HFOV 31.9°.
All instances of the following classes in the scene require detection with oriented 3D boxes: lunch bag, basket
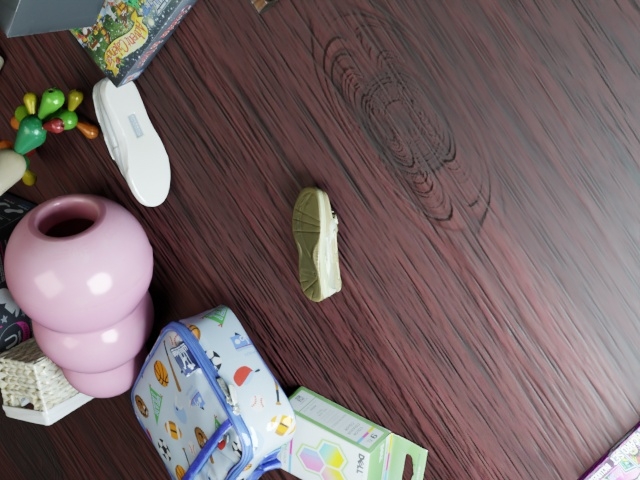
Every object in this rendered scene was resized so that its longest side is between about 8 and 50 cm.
[{"bbox_3d":[-0.154,0.247,1.588,0.243,0.115,0.303,59,146,18],"label":"lunch bag"},{"bbox_3d":[-0.418,0.205,1.779,0.113,0.167,0.103,4,113,37],"label":"basket"}]

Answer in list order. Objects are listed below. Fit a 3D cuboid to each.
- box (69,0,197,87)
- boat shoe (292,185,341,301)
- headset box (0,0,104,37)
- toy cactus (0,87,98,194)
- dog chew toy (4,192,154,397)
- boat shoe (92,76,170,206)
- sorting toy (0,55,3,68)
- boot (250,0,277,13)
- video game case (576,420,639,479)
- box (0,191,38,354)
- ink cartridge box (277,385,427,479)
[{"bbox_3d":[-0.242,-0.321,1.401,0.159,0.044,0.233,51,135,2],"label":"box"},{"bbox_3d":[0.001,0.001,1.411,0.056,0.048,0.153,16,119,46],"label":"boat shoe"},{"bbox_3d":[-0.341,-0.415,1.314,0.283,0.131,0.246,52,133,20],"label":"headset box"},{"bbox_3d":[-0.411,-0.125,1.572,0.112,0.180,0.219,42,143,-18],"label":"toy cactus"},{"bbox_3d":[-0.335,0.096,1.631,0.207,0.206,0.332,21,135,28],"label":"dog chew toy"},{"bbox_3d":[-0.263,-0.133,1.522,0.063,0.066,0.184,1,119,54],"label":"boat shoe"},{"bbox_3d":[-0.633,-0.306,1.688,0.307,0.041,0.229,42,135,-4],"label":"sorting toy"},{"bbox_3d":[-0.075,-0.331,1.272,0.106,0.037,0.114,-38,85,43],"label":"boot"},{"bbox_3d":[0.420,0.291,1.249,0.210,0.042,0.232,40,134,10],"label":"video game case"},{"bbox_3d":[-0.541,0.054,1.799,0.163,0.142,0.247,20,126,28],"label":"box"},{"bbox_3d":[0.037,0.297,1.543,0.209,0.062,0.109,23,127,25],"label":"ink cartridge box"}]
